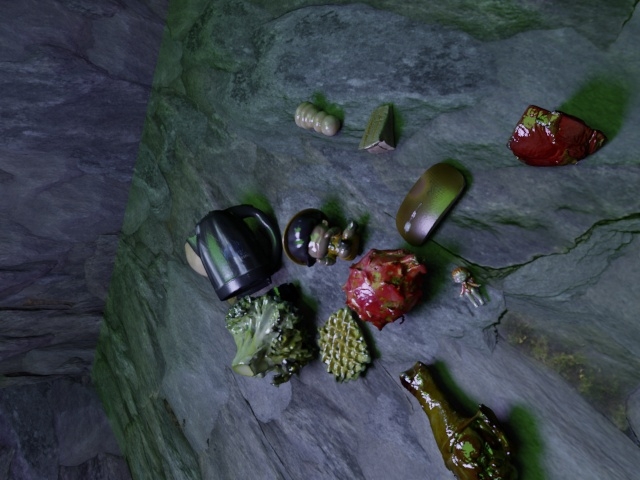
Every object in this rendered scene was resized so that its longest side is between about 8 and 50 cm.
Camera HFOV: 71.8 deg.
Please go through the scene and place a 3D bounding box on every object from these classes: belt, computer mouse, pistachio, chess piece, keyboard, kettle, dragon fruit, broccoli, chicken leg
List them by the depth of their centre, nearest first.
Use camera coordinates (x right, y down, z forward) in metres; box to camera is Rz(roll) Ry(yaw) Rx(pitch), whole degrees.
[{"bbox_3d":[0.499,-0.208,0.947,0.161,0.121,0.127,35,118,38],"label":"dragon fruit"},{"bbox_3d":[0.331,0.442,1.062,0.361,0.140,0.211,59,135,27],"label":"chicken leg"},{"bbox_3d":[0.291,-0.096,1.207,0.126,0.056,0.245,55,126,35],"label":"computer mouse"},{"bbox_3d":[0.184,0.112,1.208,0.205,0.210,0.268,41,128,-4],"label":"dragon fruit"},{"bbox_3d":[-0.002,-0.411,1.530,0.170,0.094,0.094,35,113,34],"label":"chess piece"},{"bbox_3d":[-0.185,0.351,1.543,0.334,0.324,0.272,0,60,28],"label":"broccoli"},{"bbox_3d":[-0.143,0.204,1.615,0.140,0.105,0.058,-41,59,49],"label":"belt"},{"bbox_3d":[-0.314,0.016,1.678,0.324,0.321,0.228,61,167,5],"label":"kettle"},{"bbox_3d":[-0.284,0.181,1.831,0.250,0.017,0.087,-28,66,42],"label":"keyboard"},{"bbox_3d":[-0.469,0.061,1.900,0.318,0.193,0.214,8,137,40],"label":"pistachio"}]

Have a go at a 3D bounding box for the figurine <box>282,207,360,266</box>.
[{"bbox_3d":[0.002,0.001,1.436,0.257,0.167,0.192,16,86,24],"label":"figurine"}]

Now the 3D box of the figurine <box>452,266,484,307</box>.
[{"bbox_3d":[0.372,0.117,1.112,0.064,0.047,0.109,-39,69,30],"label":"figurine"}]

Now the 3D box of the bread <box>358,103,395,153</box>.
[{"bbox_3d":[0.165,-0.340,1.323,0.077,0.105,0.152,-11,80,40],"label":"bread"}]

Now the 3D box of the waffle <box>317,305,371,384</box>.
[{"bbox_3d":[0.072,0.339,1.410,0.204,0.054,0.223,-46,54,35],"label":"waffle"}]
